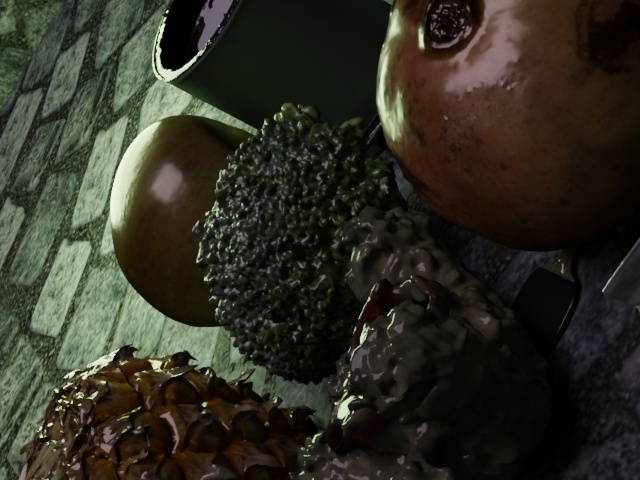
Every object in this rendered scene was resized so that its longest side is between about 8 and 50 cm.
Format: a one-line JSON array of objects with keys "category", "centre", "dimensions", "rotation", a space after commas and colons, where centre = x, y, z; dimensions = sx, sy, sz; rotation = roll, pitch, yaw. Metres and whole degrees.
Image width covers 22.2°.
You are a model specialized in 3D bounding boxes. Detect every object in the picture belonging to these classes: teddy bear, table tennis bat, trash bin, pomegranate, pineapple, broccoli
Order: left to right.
[{"category": "pineapple", "centre": [-0.168, 0.289, 1.732], "dimensions": [0.352, 0.300, 0.352], "rotation": [-47, 32, 42]}, {"category": "trash bin", "centre": [-0.035, -0.233, 1.970], "dimensions": [0.217, 0.262, 0.277], "rotation": [-54, 29, 18]}, {"category": "broccoli", "centre": [-0.016, -0.002, 1.745], "dimensions": [0.288, 0.235, 0.260], "rotation": [-52, 21, 35]}, {"category": "teddy bear", "centre": [0.055, 0.191, 1.511], "dimensions": [0.367, 0.224, 0.357], "rotation": [-58, 14, 18]}, {"category": "pomegranate", "centre": [0.200, -0.153, 1.475], "dimensions": [0.322, 0.322, 0.322], "rotation": [-41, 34, 37]}, {"category": "table tennis bat", "centre": [0.221, 0.044, 1.549], "dimensions": [0.156, 0.013, 0.087], "rotation": [-63, 26, 3]}]

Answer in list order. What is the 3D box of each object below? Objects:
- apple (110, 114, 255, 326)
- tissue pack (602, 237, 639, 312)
[{"category": "apple", "centre": [-0.142, -0.022, 1.990], "dimensions": [0.234, 0.257, 0.257], "rotation": [-57, 27, 18]}, {"category": "tissue pack", "centre": [0.334, -0.006, 1.243], "dimensions": [0.229, 0.145, 0.159], "rotation": [-52, 30, 23]}]
